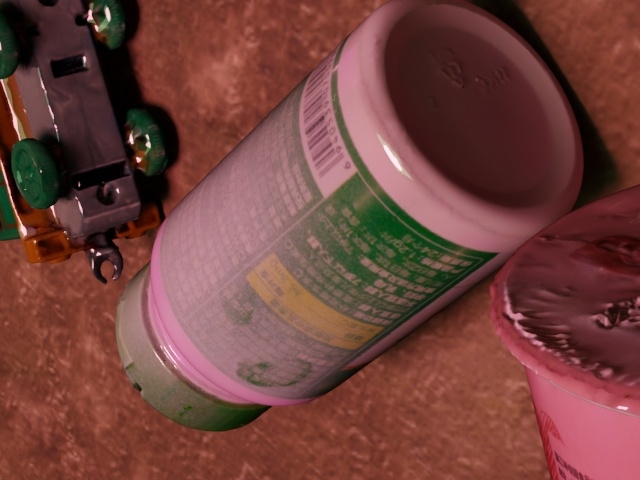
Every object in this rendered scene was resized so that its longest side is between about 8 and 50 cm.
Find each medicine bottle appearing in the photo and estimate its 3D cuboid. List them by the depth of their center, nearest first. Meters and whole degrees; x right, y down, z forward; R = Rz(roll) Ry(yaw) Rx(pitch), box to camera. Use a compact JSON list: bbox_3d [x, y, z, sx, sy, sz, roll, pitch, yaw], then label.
[{"bbox_3d":[0.000,0.000,0.857,0.274,0.133,0.133,-39,77,45],"label":"medicine bottle"}]

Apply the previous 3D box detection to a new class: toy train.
[{"bbox_3d":[-0.172,-0.081,1.030,0.136,0.091,0.228,-13,96,57],"label":"toy train"}]

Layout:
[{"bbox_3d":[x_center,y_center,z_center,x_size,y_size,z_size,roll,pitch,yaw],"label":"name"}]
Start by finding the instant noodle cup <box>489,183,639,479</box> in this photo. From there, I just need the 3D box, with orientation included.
[{"bbox_3d":[0.200,0.110,0.641,0.243,0.243,0.231,9,118,42],"label":"instant noodle cup"}]
